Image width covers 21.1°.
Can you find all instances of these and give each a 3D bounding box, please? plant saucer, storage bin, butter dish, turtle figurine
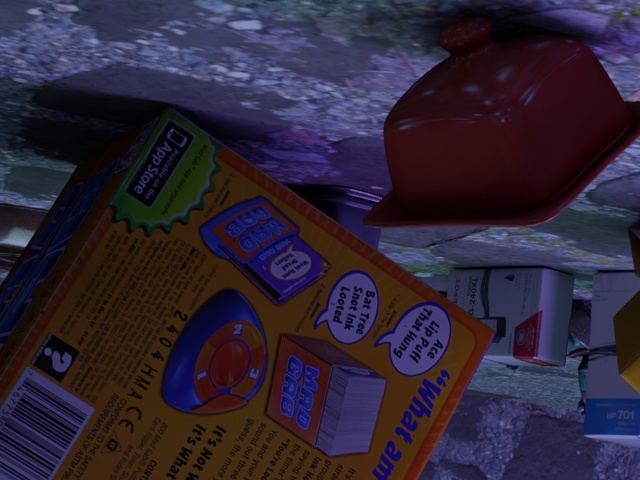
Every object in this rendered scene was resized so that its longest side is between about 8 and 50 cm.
[{"bbox_3d":[-0.370,0.005,2.177,0.311,0.050,0.310,8,172,1],"label":"plant saucer"},{"bbox_3d":[0.000,0.000,1.727,0.098,0.091,0.135,14,168,-34],"label":"storage bin"},{"bbox_3d":[0.108,-0.085,1.088,0.160,0.118,0.160,1,-149,44],"label":"butter dish"},{"bbox_3d":[0.311,0.129,2.218,0.234,0.118,0.175,19,-154,-45],"label":"turtle figurine"}]

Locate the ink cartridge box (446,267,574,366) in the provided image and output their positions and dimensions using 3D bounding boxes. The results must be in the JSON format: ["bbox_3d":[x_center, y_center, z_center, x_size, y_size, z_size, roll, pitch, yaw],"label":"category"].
[{"bbox_3d":[0.220,0.091,2.045,0.063,0.109,0.150,15,168,-43],"label":"ink cartridge box"}]

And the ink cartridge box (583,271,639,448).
[{"bbox_3d":[0.375,0.140,1.977,0.082,0.190,0.140,-3,167,42],"label":"ink cartridge box"}]

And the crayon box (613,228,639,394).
[{"bbox_3d":[0.384,0.145,1.623,0.323,0.083,0.203,43,-166,-2],"label":"crayon box"}]

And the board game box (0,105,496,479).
[{"bbox_3d":[-0.131,0.148,1.571,0.356,0.356,0.356,35,163,-14],"label":"board game box"}]
